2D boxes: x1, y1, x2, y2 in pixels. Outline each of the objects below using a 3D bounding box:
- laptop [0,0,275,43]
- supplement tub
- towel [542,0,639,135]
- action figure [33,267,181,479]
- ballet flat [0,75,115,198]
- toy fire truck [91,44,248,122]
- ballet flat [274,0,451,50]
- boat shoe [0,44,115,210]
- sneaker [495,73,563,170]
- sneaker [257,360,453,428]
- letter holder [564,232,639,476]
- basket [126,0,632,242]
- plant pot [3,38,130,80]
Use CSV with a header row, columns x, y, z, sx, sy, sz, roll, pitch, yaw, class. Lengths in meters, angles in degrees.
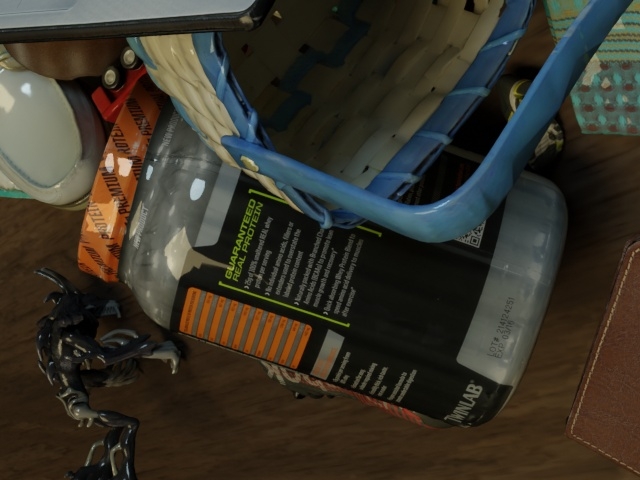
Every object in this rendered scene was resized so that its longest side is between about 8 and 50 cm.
x,y,z,sx,sy,sz,roll,pitch,yaw,class
-0.143,-0.339,0.750,0.382,0.408,0.236,5,152,44,laptop
0.000,0.000,0.968,0.316,0.193,0.193,19,144,-2,supplement tub
0.214,-0.207,0.742,0.271,0.040,0.370,9,133,42,towel
-0.245,0.156,1.534,0.164,0.141,0.275,-11,92,60,action figure
-0.186,-0.093,1.236,0.409,0.147,0.147,12,134,35,ballet flat
-0.118,-0.098,1.083,0.192,0.047,0.135,-44,64,21,toy fire truck
-0.009,-0.183,0.976,0.248,0.086,0.086,32,144,17,ballet flat
-0.282,-0.142,1.176,0.302,0.113,0.103,49,-172,33,boat shoe
0.148,-0.087,0.955,0.035,0.031,0.083,50,167,48,sneaker
0.023,0.097,1.216,0.276,0.097,0.135,30,143,25,sneaker
0.334,0.086,0.831,0.302,0.152,0.214,29,141,22,letter holder
0.037,-0.125,0.764,0.289,0.255,0.201,18,152,41,basket
-0.202,-0.225,1.069,0.167,0.167,0.165,35,154,14,plant pot
